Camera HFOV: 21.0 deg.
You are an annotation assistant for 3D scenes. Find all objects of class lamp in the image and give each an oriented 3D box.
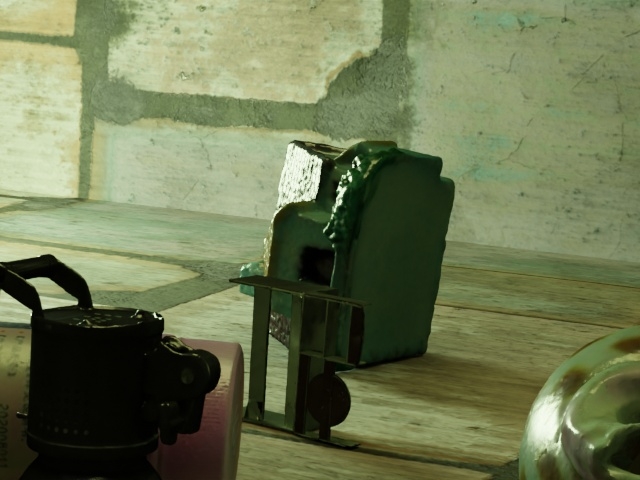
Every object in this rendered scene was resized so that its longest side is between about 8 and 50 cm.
[{"bbox_3d":[-0.159,0.134,1.266,0.172,0.227,0.147,7,8,23],"label":"lamp"}]

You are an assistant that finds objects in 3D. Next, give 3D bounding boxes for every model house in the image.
[{"bbox_3d":[0.000,0.000,2.167,0.249,0.280,0.230,16,12,33],"label":"model house"}]

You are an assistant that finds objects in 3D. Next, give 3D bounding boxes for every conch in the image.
[{"bbox_3d":[0.276,0.183,1.300,0.368,0.197,0.249,3,43,-41],"label":"conch"}]

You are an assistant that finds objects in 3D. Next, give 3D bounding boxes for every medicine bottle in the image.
[{"bbox_3d":[-0.196,0.148,1.436,0.254,0.152,0.152,4,8,2],"label":"medicine bottle"}]

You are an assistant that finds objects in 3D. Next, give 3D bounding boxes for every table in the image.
[{"bbox_3d":[-0.017,0.120,1.759,0.175,0.146,0.062,10,9,34],"label":"table"}]
